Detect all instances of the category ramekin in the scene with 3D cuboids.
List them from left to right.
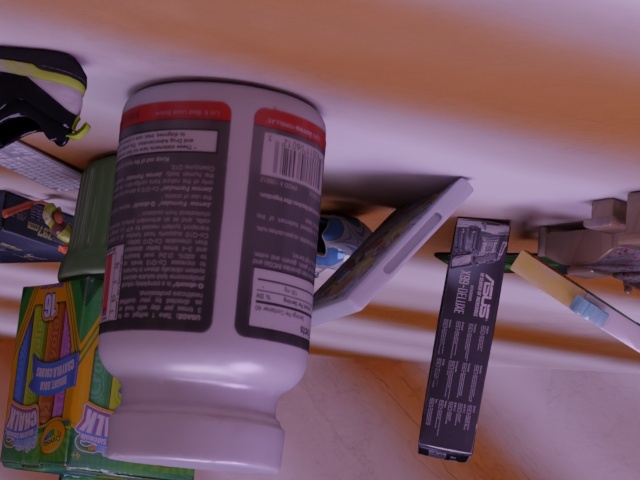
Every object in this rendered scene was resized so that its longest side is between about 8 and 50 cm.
[{"bbox_3d":[-0.162,-0.007,1.879,0.303,0.148,0.303,4,170,1],"label":"ramekin"}]

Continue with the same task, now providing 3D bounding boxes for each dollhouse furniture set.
[{"bbox_3d":[0.378,0.064,1.967,0.303,0.174,0.355,14,166,-38],"label":"dollhouse furniture set"}]

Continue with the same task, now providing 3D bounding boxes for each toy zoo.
[{"bbox_3d":[0.333,0.076,1.967,0.192,0.030,0.293,33,-176,9],"label":"toy zoo"}]

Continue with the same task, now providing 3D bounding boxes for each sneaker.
[{"bbox_3d":[-0.331,-0.128,1.436,0.234,0.097,0.084,3,169,10],"label":"sneaker"},{"bbox_3d":[0.000,0.000,2.081,0.086,0.085,0.237,39,164,-16],"label":"sneaker"}]

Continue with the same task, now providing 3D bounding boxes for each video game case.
[{"bbox_3d":[0.071,0.019,1.857,0.026,0.206,0.227,46,161,-6],"label":"video game case"}]

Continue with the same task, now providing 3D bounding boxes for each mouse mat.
[{"bbox_3d":[0.279,0.036,2.313,0.189,0.007,0.152,1,169,22],"label":"mouse mat"}]

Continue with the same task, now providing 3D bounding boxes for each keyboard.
[{"bbox_3d":[-0.350,-0.093,1.870,0.072,0.014,0.256,1,169,20],"label":"keyboard"}]

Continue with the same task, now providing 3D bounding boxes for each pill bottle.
[{"bbox_3d":[-0.110,0.041,1.526,0.210,0.363,0.210,5,169,1],"label":"pill bottle"}]

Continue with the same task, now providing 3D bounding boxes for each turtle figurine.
[{"bbox_3d":[-0.288,-0.004,2.117,0.217,0.087,0.269,-3,167,36],"label":"turtle figurine"}]

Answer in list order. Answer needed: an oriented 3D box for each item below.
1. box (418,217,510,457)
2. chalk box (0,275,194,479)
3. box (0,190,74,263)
[{"bbox_3d":[0.193,0.141,2.097,0.076,0.307,0.242,10,169,5],"label":"box"},{"bbox_3d":[-0.260,0.203,1.844,0.180,0.289,0.179,12,168,-35],"label":"chalk box"},{"bbox_3d":[-0.459,-0.016,2.206,0.183,0.059,0.232,-2,168,25],"label":"box"}]
